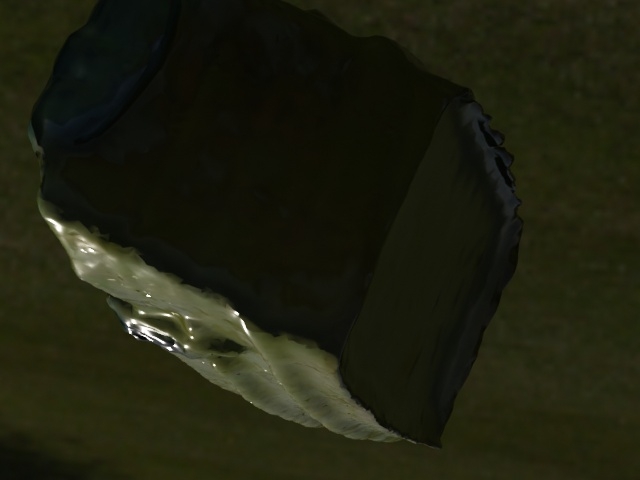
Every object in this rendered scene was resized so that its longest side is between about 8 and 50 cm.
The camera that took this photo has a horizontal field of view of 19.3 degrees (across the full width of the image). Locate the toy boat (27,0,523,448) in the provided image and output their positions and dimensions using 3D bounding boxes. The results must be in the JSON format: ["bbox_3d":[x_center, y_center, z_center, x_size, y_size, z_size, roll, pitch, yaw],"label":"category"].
[{"bbox_3d":[0.005,0.001,0.586,0.084,0.111,0.276,18,169,20],"label":"toy boat"}]
